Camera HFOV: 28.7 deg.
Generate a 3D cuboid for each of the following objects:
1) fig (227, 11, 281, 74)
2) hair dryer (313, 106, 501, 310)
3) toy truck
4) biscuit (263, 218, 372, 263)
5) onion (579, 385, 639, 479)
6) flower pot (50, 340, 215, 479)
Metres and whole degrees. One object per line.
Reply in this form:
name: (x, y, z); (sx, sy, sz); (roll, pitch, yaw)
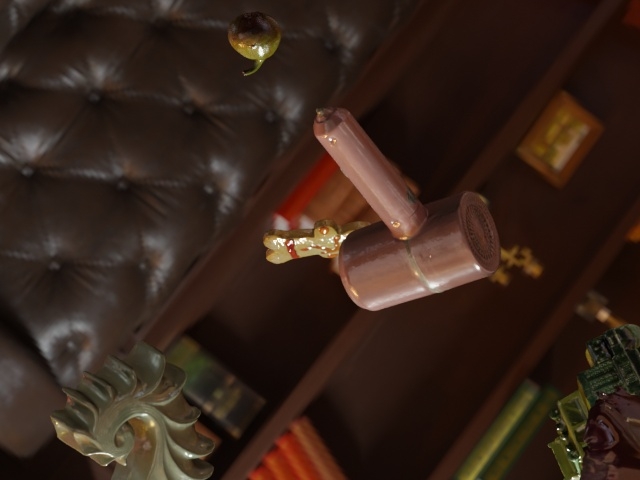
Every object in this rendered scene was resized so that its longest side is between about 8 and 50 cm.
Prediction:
fig: (-0.105, -0.329, 2.073); (0.084, 0.082, 0.098); (-33, 131, -25)
hair dryer: (0.077, -0.056, 1.736); (0.210, 0.352, 0.125); (-19, -143, 30)
toy truck: (0.292, 0.203, 1.241); (0.135, 0.128, 0.259); (-20, 143, 1)
biscuit: (0.000, 0.000, 2.555); (0.153, 0.234, 0.030); (80, 4, -67)
onion: (0.318, 0.244, 0.955); (0.146, 0.280, 0.314); (-25, -140, 36)
flower pot: (-0.350, 0.398, 2.439); (0.254, 0.164, 0.368); (-34, 118, -28)
